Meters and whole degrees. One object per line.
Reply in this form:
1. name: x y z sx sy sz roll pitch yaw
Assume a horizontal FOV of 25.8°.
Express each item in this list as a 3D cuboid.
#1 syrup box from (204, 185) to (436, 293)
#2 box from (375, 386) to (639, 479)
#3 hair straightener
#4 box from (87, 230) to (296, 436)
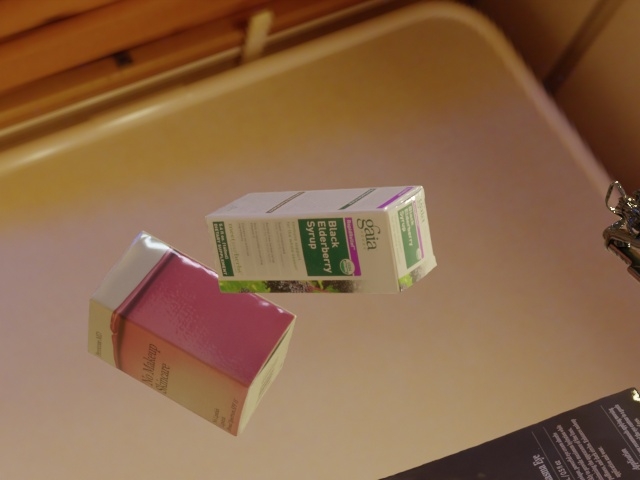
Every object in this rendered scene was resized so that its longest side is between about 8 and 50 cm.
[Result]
1. syrup box: 0.000 0.000 1.544 0.237 0.096 0.093 -1 -72 32
2. box: 0.232 0.332 1.342 0.343 0.312 0.179 -107 178 -71
3. hair straightener: 0.318 -0.010 1.351 0.230 0.047 0.089 -99 -167 -75
4. box: -0.166 0.119 1.774 0.232 0.127 0.148 28 -33 8
